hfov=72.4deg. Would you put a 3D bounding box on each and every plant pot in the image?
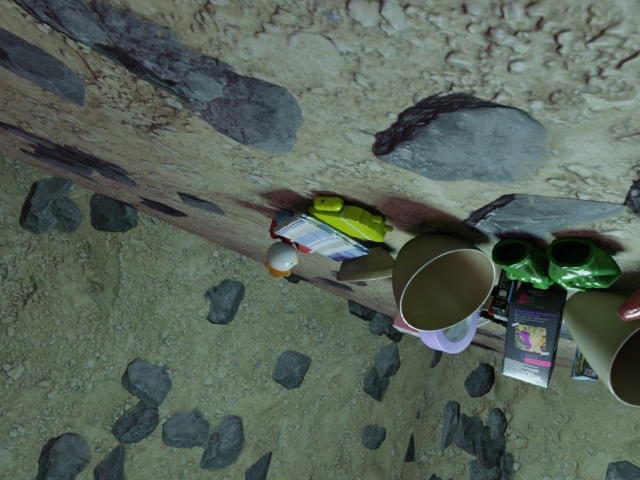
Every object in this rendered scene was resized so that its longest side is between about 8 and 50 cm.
[{"bbox_3d":[0.171,0.081,1.596,0.237,0.109,0.237,-7,179,0],"label":"plant pot"},{"bbox_3d":[0.783,0.245,1.155,0.256,0.256,0.274,23,-166,-14],"label":"plant pot"},{"bbox_3d":[0.320,0.090,1.250,0.284,0.284,0.191,27,-159,-31],"label":"plant pot"}]

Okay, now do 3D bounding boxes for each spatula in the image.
[{"bbox_3d":[0.715,0.369,2.017,0.242,0.019,0.168,-15,-173,-25],"label":"spatula"}]

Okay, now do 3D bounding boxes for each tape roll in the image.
[{"bbox_3d":[0.508,0.303,1.741,0.275,0.275,0.090,27,164,-32],"label":"tape roll"}]

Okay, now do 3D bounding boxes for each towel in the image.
[{"bbox_3d":[0.000,0.000,1.464,0.285,0.034,0.209,27,155,-25],"label":"towel"}]

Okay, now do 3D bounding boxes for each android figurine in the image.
[{"bbox_3d":[0.092,-0.061,1.326,0.273,0.056,0.248,10,163,46],"label":"android figurine"}]

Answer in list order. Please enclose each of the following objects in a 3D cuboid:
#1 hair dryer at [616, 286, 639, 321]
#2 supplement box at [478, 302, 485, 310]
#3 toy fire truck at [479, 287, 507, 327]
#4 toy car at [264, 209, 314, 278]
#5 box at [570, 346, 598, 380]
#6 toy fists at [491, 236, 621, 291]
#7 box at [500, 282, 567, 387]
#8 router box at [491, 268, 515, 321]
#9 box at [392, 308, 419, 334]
[{"bbox_3d":[0.764,0.153,0.885,0.080,0.223,0.293,-9,-172,-33],"label":"hair dryer"},{"bbox_3d":[0.514,0.176,1.587,0.188,0.104,0.081,26,166,-28],"label":"supplement box"},{"bbox_3d":[0.738,0.256,1.558,0.217,0.158,0.246,25,177,-21],"label":"toy fire truck"},{"bbox_3d":[-0.112,0.039,1.641,0.210,0.238,0.219,20,168,-4],"label":"toy car"},{"bbox_3d":[0.880,0.338,1.426,0.044,0.233,0.159,14,166,22],"label":"box"},{"bbox_3d":[0.561,0.062,1.056,0.142,0.096,0.279,25,165,-28],"label":"toy fists"},{"bbox_3d":[0.679,0.297,1.393,0.143,0.270,0.165,12,-156,33],"label":"box"},{"bbox_3d":[0.591,0.175,1.398,0.046,0.133,0.179,14,167,29],"label":"router box"},{"bbox_3d":[0.426,0.302,1.955,0.127,0.232,0.148,14,166,25],"label":"box"}]
